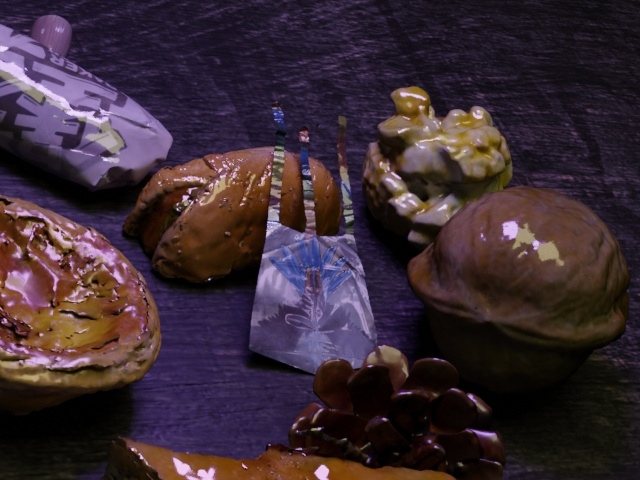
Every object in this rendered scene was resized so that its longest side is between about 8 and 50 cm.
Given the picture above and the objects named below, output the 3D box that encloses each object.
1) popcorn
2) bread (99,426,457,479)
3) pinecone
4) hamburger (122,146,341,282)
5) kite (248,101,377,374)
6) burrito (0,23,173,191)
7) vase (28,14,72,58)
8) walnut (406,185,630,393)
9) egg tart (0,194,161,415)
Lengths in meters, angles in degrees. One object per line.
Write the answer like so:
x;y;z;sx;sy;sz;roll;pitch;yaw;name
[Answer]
0.140;-0.088;2.123;0.185;0.187;0.167;36;14;9;popcorn
-0.043;0.261;1.507;0.279;0.248;0.315;38;32;13;bread
0.075;0.209;1.690;0.229;0.202;0.201;39;5;15;pinecone
-0.083;-0.040;1.968;0.262;0.131;0.124;-14;50;-39;hamburger
-0.001;0.000;1.933;0.169;0.015;0.310;14;70;-30;kite
-0.380;-0.191;1.971;0.445;0.101;0.139;32;57;-4;burrito
-0.337;-0.230;2.111;0.053;0.053;0.101;18;39;-13;vase
0.230;0.050;1.971;0.282;0.227;0.283;12;20;-4;walnut
-0.299;0.073;1.693;0.290;0.115;0.290;19;33;-13;egg tart
